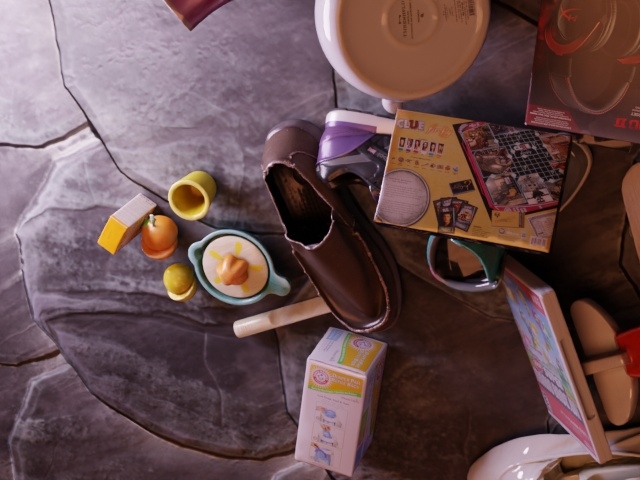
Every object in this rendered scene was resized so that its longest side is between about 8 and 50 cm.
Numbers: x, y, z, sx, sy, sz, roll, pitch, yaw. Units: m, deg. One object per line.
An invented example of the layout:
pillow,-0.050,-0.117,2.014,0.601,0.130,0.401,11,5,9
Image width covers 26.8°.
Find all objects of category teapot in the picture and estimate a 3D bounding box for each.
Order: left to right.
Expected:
teapot,0.098,-0.323,1.819,0.252,0.187,0.256,32,100,-23

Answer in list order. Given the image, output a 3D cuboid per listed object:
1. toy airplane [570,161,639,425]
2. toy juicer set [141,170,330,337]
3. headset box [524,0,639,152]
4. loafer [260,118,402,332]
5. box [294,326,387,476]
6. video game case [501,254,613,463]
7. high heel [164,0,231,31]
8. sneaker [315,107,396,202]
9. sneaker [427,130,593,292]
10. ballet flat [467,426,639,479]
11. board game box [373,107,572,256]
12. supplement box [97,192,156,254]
toy airplane,0.539,0.126,1.861,0.384,0.272,0.386,44,144,41
toy juicer set,-0.159,0.061,2.162,0.329,0.089,0.209,46,120,-9
headset box,0.397,-0.258,1.771,0.218,0.110,0.293,12,120,14
loafer,0.000,0.000,2.048,0.133,0.130,0.366,-22,107,29
box,0.033,0.261,2.182,0.103,0.114,0.203,15,120,15
video game case,0.340,0.169,1.977,0.025,0.204,0.285,-24,109,-5
high heel,-0.229,-0.495,1.917,0.181,0.127,0.377,-38,95,3
sneaker,0.130,-0.104,1.932,0.283,0.124,0.107,9,163,23
sneaker,0.256,-0.028,1.906,0.124,0.178,0.295,43,123,-5
ballet flat,0.400,0.372,2.091,0.400,0.139,0.139,-15,110,27
board game box,0.209,-0.080,1.831,0.243,0.042,0.165,11,85,14
supplement box,-0.313,-0.027,2.172,0.036,0.098,0.062,35,124,5
